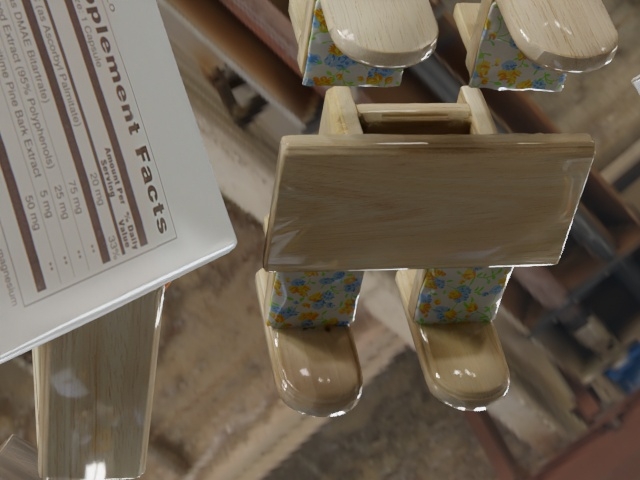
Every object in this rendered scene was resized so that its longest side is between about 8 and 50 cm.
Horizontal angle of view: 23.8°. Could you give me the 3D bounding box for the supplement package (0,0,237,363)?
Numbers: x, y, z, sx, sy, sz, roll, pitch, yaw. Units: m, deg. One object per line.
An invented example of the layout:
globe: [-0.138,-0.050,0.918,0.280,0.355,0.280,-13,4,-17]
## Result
supplement package: [-0.190,-0.038,0.358,0.199,0.263,0.198,-14,-83,29]

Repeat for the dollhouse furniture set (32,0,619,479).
dollhouse furniture set: [0.000,0.000,0.643,0.242,0.161,0.212,-1,-46,-13]

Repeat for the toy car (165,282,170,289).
toy car: [-0.176,-0.028,1.186,0.159,0.182,0.136,-33,-18,1]

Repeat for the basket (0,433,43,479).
basket: [-0.160,0.249,1.023,0.227,0.154,0.204,41,-71,-6]

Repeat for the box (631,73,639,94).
box: [0.289,-0.049,0.990,0.038,0.145,0.186,-25,-87,43]
